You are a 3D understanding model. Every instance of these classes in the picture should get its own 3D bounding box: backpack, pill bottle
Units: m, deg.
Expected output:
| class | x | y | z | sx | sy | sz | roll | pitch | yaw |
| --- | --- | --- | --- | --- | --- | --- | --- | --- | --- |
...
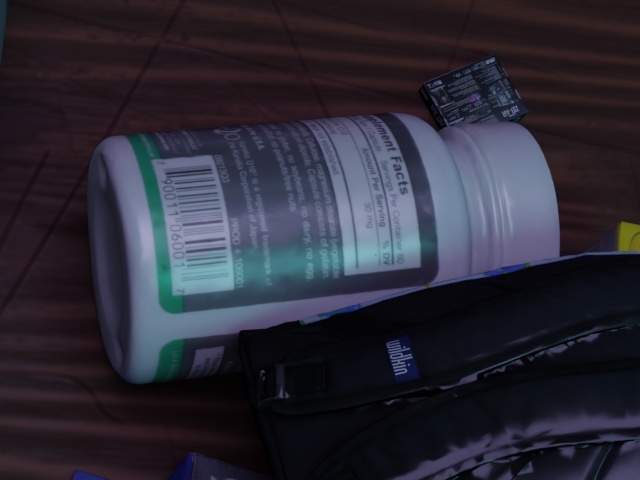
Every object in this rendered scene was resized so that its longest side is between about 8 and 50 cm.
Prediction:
| class | x | y | z | sx | sy | sz | roll | pitch | yaw |
| --- | --- | --- | --- | --- | --- | --- | --- | --- | --- |
| backpack | 0.157 | 0.148 | 1.227 | 0.355 | 0.273 | 0.290 | -28 | 47 | 4 |
| pill bottle | 0.000 | 0.000 | 1.373 | 0.361 | 0.204 | 0.204 | -5 | 71 | -17 |

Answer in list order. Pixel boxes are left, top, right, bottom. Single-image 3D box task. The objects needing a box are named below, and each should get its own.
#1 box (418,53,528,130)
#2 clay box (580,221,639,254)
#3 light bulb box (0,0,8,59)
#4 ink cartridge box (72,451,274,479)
| class | x | y | z | sx | sy | sz | roll | pitch | yaw |
| --- | --- | --- | --- | --- | --- | --- | --- | --- | --- |
| box | 0.144 | -0.131 | 1.561 | 0.083 | 0.018 | 0.067 | -25 | 77 | -21 |
| clay box | 0.252 | 0.110 | 1.437 | 0.053 | 0.127 | 0.222 | 10 | 68 | -12 |
| light bulb box | -0.434 | -0.245 | 1.344 | 0.361 | 0.225 | 0.358 | 7 | 69 | -11 |
| ink cartridge box | -0.054 | 0.278 | 1.231 | 0.307 | 0.072 | 0.304 | 20 | 25 | -8 |
